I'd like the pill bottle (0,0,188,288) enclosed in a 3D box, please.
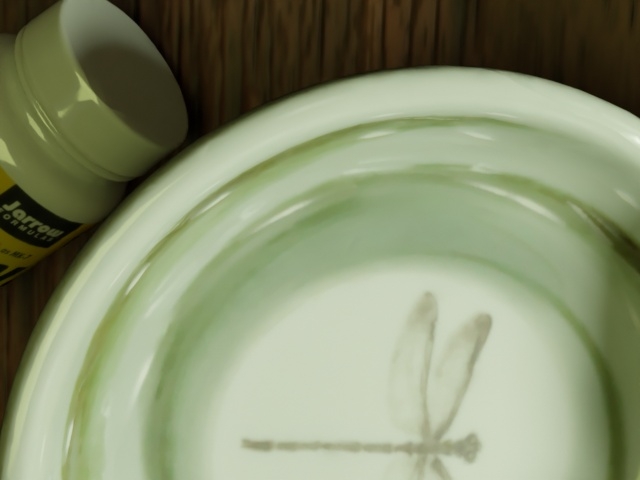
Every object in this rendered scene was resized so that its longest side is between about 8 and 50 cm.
[{"bbox_3d":[-0.182,-0.039,0.851,0.208,0.119,0.119,-32,91,23],"label":"pill bottle"}]

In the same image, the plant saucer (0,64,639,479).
[{"bbox_3d":[0.041,0.109,0.773,0.401,0.100,0.400,-3,103,-12],"label":"plant saucer"}]
